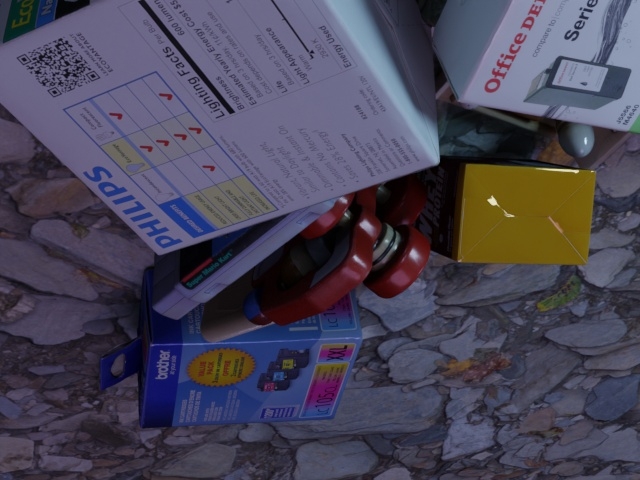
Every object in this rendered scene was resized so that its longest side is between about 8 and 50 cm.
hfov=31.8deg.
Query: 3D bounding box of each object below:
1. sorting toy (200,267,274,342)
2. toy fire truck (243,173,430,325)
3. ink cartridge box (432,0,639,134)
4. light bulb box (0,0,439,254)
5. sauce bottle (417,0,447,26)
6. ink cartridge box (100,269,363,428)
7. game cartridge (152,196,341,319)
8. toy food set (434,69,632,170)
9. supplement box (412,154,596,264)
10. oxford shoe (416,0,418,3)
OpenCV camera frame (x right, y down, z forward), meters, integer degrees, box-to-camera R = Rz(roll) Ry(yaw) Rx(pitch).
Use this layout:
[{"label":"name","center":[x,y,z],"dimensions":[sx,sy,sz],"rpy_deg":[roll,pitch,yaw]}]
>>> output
[{"label":"sorting toy","center":[-0.074,0.061,1.630],"dimensions":[0.193,0.208,0.038],"rpy_deg":[-19,120,10]},{"label":"toy fire truck","center":[0.000,0.000,1.502],"dimensions":[0.169,0.302,0.254],"rpy_deg":[37,120,-21]},{"label":"ink cartridge box","center":[0.282,-0.229,1.163],"dimensions":[0.272,0.115,0.198],"rpy_deg":[6,133,-21]},{"label":"light bulb box","center":[-0.110,-0.208,1.191],"dimensions":[0.361,0.225,0.358],"rpy_deg":[-17,138,22]},{"label":"sauce bottle","center":[0.284,-0.265,1.289],"dimensions":[0.344,0.111,0.111],"rpy_deg":[7,140,-20]},{"label":"ink cartridge box","center":[-0.155,0.175,1.812],"dimensions":[0.395,0.151,0.270],"rpy_deg":[0,142,-12]},{"label":"game cartridge","center":[-0.090,-0.071,1.431],"dimensions":[0.068,0.230,0.355],"rpy_deg":[34,125,-30]},{"label":"toy food set","center":[0.308,-0.201,1.473],"dimensions":[0.306,0.092,0.220],"rpy_deg":[14,137,-30]},{"label":"supplement box","center":[0.243,-0.046,1.551],"dimensions":[0.191,0.194,0.129],"rpy_deg":[2,98,-16]},{"label":"oxford shoe","center":[0.087,-0.234,1.402],"dimensions":[0.076,0.076,0.212],"rpy_deg":[29,130,9]}]
